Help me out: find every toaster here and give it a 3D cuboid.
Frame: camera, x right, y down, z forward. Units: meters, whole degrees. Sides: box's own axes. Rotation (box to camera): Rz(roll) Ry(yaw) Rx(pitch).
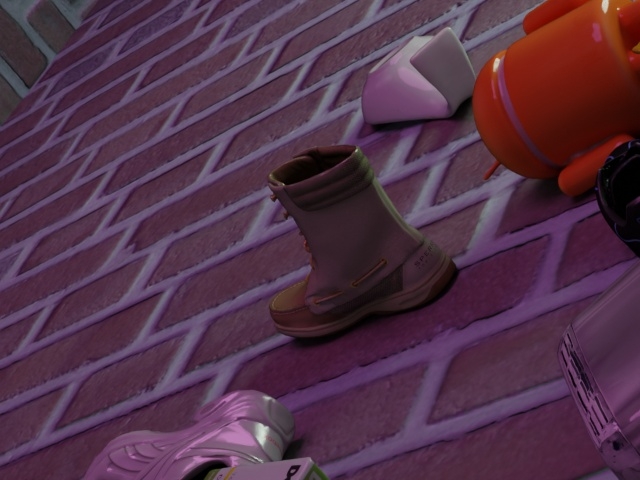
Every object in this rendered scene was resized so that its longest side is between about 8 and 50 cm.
[{"bbox_3d":[0.241,0.085,1.130,0.146,0.129,0.227,-40,22,12],"label":"toaster"}]

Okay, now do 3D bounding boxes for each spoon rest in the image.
[{"bbox_3d":[0.113,-0.174,2.003,0.137,0.084,0.276,-41,6,-4],"label":"spoon rest"}]

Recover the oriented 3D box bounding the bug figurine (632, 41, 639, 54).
[{"bbox_3d":[0.356,-0.181,1.244,0.279,0.072,0.216,-40,24,-7],"label":"bug figurine"}]

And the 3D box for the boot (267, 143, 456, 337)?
[{"bbox_3d":[0.000,0.000,1.678,0.213,0.165,0.077,-18,29,43],"label":"boot"}]

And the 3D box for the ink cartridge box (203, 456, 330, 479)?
[{"bbox_3d":[-0.023,0.250,1.298,0.255,0.097,0.189,-16,31,50],"label":"ink cartridge box"}]

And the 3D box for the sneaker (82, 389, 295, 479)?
[{"bbox_3d":[-0.130,0.216,1.580,0.232,0.090,0.115,-32,25,25],"label":"sneaker"}]

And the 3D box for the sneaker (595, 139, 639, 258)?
[{"bbox_3d":[0.252,-0.043,1.426,0.081,0.090,0.232,-37,20,9],"label":"sneaker"}]

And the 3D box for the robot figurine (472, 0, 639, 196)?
[{"bbox_3d":[0.225,-0.135,1.615,0.219,0.158,0.128,-28,7,32],"label":"robot figurine"}]
